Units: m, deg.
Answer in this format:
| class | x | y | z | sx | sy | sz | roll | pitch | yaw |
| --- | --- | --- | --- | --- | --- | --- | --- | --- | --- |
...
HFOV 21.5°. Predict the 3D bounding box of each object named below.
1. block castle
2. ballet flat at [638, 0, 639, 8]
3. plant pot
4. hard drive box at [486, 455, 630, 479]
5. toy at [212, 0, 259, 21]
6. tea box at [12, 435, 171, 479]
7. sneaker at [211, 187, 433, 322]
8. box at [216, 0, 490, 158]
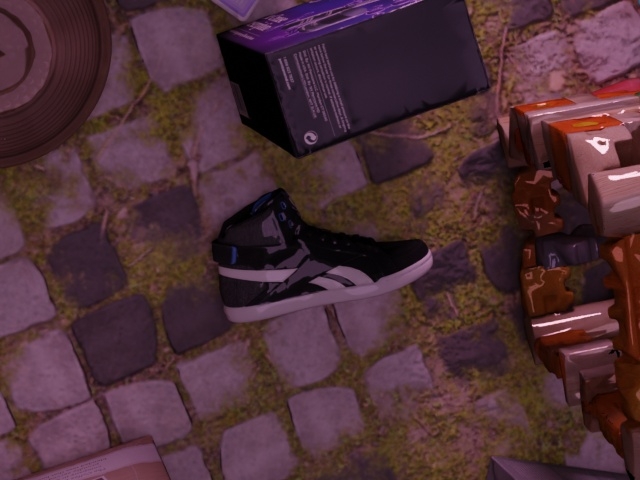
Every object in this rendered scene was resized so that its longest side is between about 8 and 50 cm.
| class | x | y | z | sx | sy | sz | roll | pitch | yaw |
| --- | --- | --- | --- | --- | --- | --- | --- | --- | --- |
| block castle | 0.320 | 0.015 | 1.555 | 0.212 | 0.453 | 0.303 | -11 | 102 | -3 |
| ballet flat | 0.484 | -0.402 | 1.674 | 0.182 | 0.164 | 0.483 | 19 | 95 | -36 |
| plant pot | -0.306 | -0.178 | 1.547 | 0.237 | 0.110 | 0.237 | -2 | 100 | -13 |
| hard drive box | 0.282 | 0.340 | 1.790 | 0.232 | 0.089 | 0.181 | 10 | 98 | -14 |
| toy | -0.126 | -0.328 | 1.587 | 0.237 | 0.056 | 0.137 | 34 | 90 | -17 |
| tea box | -0.258 | 0.407 | 1.612 | 0.329 | 0.220 | 0.324 | -16 | 105 | -10 |
| sneaker | 0.000 | 0.000 | 1.665 | 0.216 | 0.079 | 0.121 | -14 | 105 | -8 |
| box | 0.022 | -0.166 | 1.545 | 0.184 | 0.261 | 0.103 | -18 | 104 | -10 |
